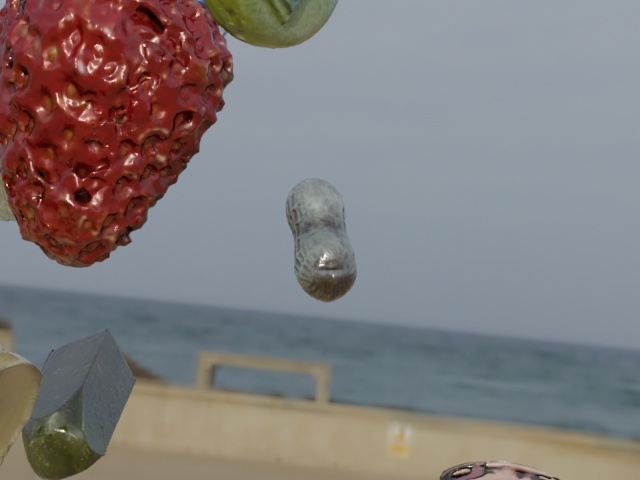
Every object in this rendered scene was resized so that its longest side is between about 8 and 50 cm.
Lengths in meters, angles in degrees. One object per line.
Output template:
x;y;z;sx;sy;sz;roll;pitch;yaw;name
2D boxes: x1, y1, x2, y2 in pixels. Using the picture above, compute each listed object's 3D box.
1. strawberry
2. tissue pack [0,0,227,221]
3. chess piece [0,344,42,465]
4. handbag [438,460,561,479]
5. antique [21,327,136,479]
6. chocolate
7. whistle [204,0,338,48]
-0.170;-0.104;1.319;0.190;0.236;0.111;9;-10;16;strawberry
-0.207;-0.147;1.595;0.209;0.270;0.137;-7;-54;51;tissue pack
-0.360;0.066;1.317;0.307;0.139;0.124;33;11;21;chess piece
0.174;0.310;1.765;0.205;0.179;0.116;13;11;-17;handbag
-0.280;0.190;2.123;0.081;0.080;0.221;-23;18;13;antique
0.000;0.000;2.115;0.072;0.167;0.072;-8;-36;-6;chocolate
0.000;-0.197;1.082;0.057;0.198;0.104;13;-32;38;whistle
